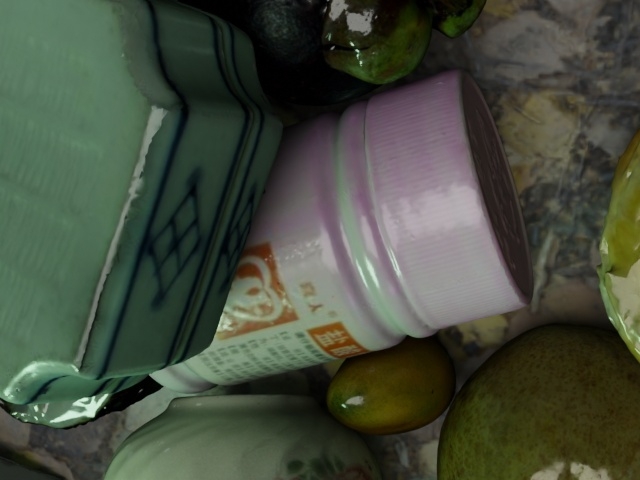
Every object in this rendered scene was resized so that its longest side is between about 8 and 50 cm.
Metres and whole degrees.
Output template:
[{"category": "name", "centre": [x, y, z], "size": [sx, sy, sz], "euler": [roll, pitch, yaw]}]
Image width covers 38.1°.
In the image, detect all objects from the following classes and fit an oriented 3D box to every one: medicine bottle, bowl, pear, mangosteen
[{"category": "medicine bottle", "centre": [0.000, 0.000, 0.776], "size": [0.315, 0.202, 0.202], "euler": [-17, 99, 21]}, {"category": "bowl", "centre": [-0.068, 0.214, 0.840], "size": [0.277, 0.277, 0.145], "euler": [-6, 75, 18]}, {"category": "pear", "centre": [0.195, 0.180, 0.761], "size": [0.188, 0.211, 0.228], "euler": [41, 113, 1]}, {"category": "mangosteen", "centre": [0.009, -0.215, 0.706], "size": [0.242, 0.243, 0.243], "euler": [4, 106, 15]}]

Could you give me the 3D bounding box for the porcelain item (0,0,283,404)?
[{"category": "porcelain item", "centre": [-0.186, -0.050, 0.657], "size": [0.285, 0.157, 0.282], "euler": [23, 103, 26]}]

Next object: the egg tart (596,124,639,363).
[{"category": "egg tart", "centre": [0.362, 0.010, 0.696], "size": [0.314, 0.120, 0.315], "euler": [0, 88, 13]}]

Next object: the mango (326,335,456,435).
[{"category": "mango", "centre": [0.065, 0.127, 0.814], "size": [0.111, 0.163, 0.090], "euler": [-24, 83, 4]}]

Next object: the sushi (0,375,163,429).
[{"category": "sushi", "centre": [-0.286, 0.020, 0.885], "size": [0.350, 0.171, 0.211], "euler": [33, 113, 6]}]

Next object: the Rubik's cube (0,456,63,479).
[{"category": "Rubik's cube", "centre": [-0.429, 0.364, 0.964], "size": [0.221, 0.231, 0.225], "euler": [24, 115, -9]}]
